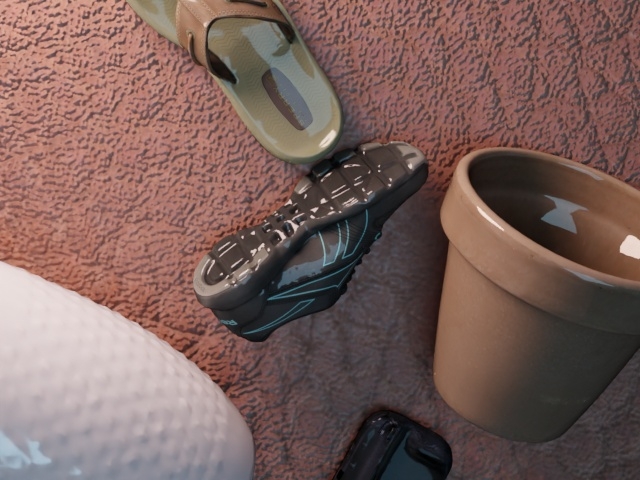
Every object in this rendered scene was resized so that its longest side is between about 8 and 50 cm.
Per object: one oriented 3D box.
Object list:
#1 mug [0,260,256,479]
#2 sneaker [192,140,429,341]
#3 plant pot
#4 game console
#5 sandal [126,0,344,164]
[{"bbox_3d":[-0.237,0.217,1.495,0.328,0.374,0.276,25,112,-18],"label":"mug"},{"bbox_3d":[0.000,0.000,1.637,0.267,0.101,0.106,-34,125,-1],"label":"sneaker"},{"bbox_3d":[0.220,0.068,1.607,0.263,0.263,0.229,14,116,-10],"label":"plant pot"},{"bbox_3d":[0.031,0.356,1.724,0.213,0.044,0.361,27,98,-12],"label":"game console"},{"bbox_3d":[-0.080,-0.201,1.575,0.120,0.086,0.303,-43,103,2],"label":"sandal"}]
